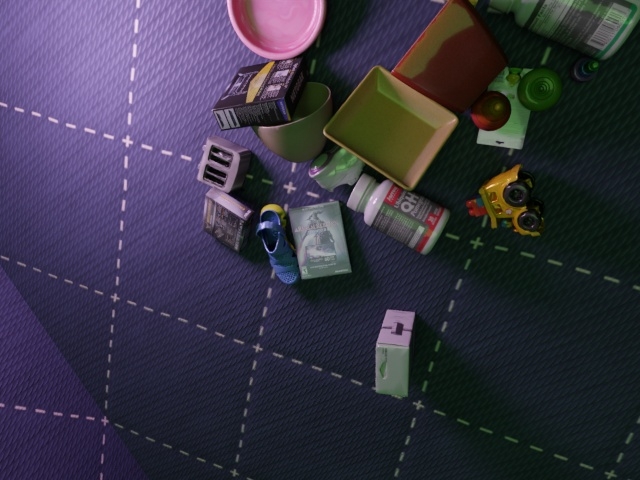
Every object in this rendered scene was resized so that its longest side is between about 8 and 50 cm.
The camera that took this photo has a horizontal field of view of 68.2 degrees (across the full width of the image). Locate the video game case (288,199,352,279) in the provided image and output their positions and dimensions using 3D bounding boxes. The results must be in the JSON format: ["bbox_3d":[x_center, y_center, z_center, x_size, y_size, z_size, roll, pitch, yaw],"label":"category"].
[{"bbox_3d":[0.000,0.000,1.761,0.196,0.026,0.274,-9,97,12],"label":"video game case"}]

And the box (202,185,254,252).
[{"bbox_3d":[-0.354,-0.074,1.796,0.183,0.056,0.231,32,143,6],"label":"box"}]

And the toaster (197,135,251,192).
[{"bbox_3d":[-0.355,-0.278,1.763,0.186,0.110,0.168,25,112,8],"label":"toaster"}]

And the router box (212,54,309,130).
[{"bbox_3d":[-0.185,-0.486,1.545,0.243,0.309,0.081,-4,133,18],"label":"router box"}]

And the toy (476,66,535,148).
[{"bbox_3d":[0.582,-0.413,1.476,0.137,0.056,0.237,12,104,17],"label":"toy"}]

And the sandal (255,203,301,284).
[{"bbox_3d":[-0.166,0.028,1.787,0.126,0.138,0.317,-18,102,18],"label":"sandal"}]

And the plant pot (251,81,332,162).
[{"bbox_3d":[-0.079,-0.376,1.591,0.284,0.284,0.191,-5,133,18],"label":"plant pot"}]

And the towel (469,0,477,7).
[{"bbox_3d":[0.376,-0.793,1.441,0.237,0.021,0.102,21,112,9],"label":"towel"}]

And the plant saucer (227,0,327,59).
[{"bbox_3d":[-0.136,-0.769,1.541,0.332,0.084,0.332,6,118,11],"label":"plant saucer"}]

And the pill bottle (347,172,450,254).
[{"bbox_3d":[0.258,-0.098,1.600,0.318,0.176,0.176,28,112,6],"label":"pill bottle"}]

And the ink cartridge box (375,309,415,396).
[{"bbox_3d":[0.273,0.395,1.692,0.114,0.273,0.197,3,107,16],"label":"ink cartridge box"}]

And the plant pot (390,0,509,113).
[{"bbox_3d":[0.392,-0.523,1.391,0.236,0.267,0.267,41,113,-2],"label":"plant pot"}]

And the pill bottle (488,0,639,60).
[{"bbox_3d":[0.669,-0.659,1.296,0.361,0.204,0.204,28,112,7],"label":"pill bottle"}]

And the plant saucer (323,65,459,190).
[{"bbox_3d":[0.223,-0.350,1.515,0.333,0.081,0.333,35,70,5],"label":"plant saucer"}]

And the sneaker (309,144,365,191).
[{"bbox_3d":[0.111,-0.286,1.641,0.305,0.114,0.152,-34,128,13],"label":"sneaker"}]

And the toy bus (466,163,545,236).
[{"bbox_3d":[0.594,-0.107,1.527,0.211,0.149,0.220,-20,103,34],"label":"toy bus"}]

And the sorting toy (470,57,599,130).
[{"bbox_3d":[0.626,-0.434,1.369,0.365,0.126,0.127,-22,95,13],"label":"sorting toy"}]
